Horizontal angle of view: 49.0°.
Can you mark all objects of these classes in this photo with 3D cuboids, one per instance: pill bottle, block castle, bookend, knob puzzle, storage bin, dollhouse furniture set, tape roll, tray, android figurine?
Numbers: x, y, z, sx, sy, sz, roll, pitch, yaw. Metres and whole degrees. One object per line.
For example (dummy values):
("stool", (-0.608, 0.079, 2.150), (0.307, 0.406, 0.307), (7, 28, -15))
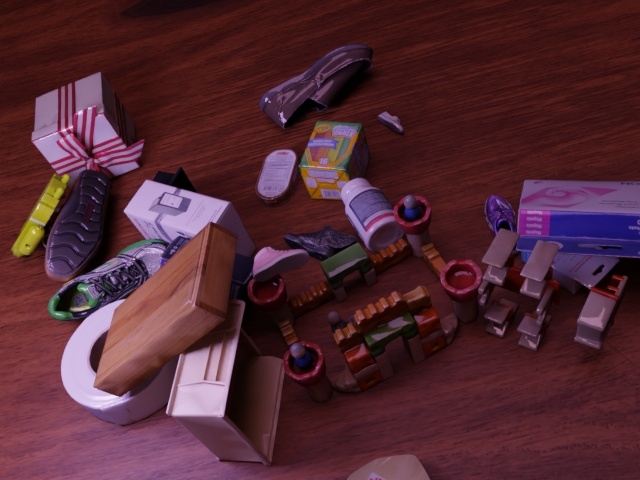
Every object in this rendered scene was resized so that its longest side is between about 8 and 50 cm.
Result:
("pill bottle", (0.122, -0.068, 1.719), (0.108, 0.108, 0.180), (-27, 51, -4))
("block castle", (0.096, 0.117, 1.520), (0.453, 0.213, 0.303), (-27, 51, -4))
("bookend", (-0.425, -0.130, 1.909), (0.157, 0.156, 0.072), (9, 57, 24))
("knob puzzle", (0.136, 0.499, 1.335), (0.213, 0.030, 0.213), (-9, 52, 12))
("storage bin", (-0.180, 0.291, 1.445), (0.123, 0.262, 0.260), (-5, 53, 17))
("dollhouse furniture set", (0.451, 0.101, 1.389), (0.259, 0.262, 0.135), (20, 60, 28))
("tape roll", (-0.456, 0.280, 1.646), (0.286, 0.100, 0.286), (-8, 52, 11))
("tray", (-0.324, 0.149, 1.437), (0.411, 0.076, 0.203), (-36, 36, 37))
("android figurine", (-0.769, -0.076, 1.943), (0.273, 0.056, 0.248), (-46, 26, 28))

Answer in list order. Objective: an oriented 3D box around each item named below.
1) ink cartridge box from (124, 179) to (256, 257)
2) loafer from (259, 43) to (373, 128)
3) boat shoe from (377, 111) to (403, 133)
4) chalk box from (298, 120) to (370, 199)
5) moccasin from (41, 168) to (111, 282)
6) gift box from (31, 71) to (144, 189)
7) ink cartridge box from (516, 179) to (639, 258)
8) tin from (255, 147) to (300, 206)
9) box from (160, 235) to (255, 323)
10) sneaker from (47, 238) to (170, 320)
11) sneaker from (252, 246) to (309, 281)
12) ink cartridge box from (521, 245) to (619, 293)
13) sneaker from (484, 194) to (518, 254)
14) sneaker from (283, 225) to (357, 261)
("ink cartridge box", (-0.327, -0.029, 1.774), (0.272, 0.198, 0.115), (16, 61, 28))
("loafer", (0.005, -0.438, 2.044), (0.365, 0.134, 0.130), (-30, 77, 6))
("boat shoe", (0.202, -0.329, 1.940), (0.035, 0.035, 0.100), (-39, 46, -10))
("chalk box", (0.047, -0.227, 1.848), (0.132, 0.132, 0.213), (5, 56, 20))
("moccasin", (-0.677, -0.031, 1.927), (0.139, 0.147, 0.380), (18, 42, -25))
("gift box", (-0.678, -0.325, 2.076), (0.276, 0.255, 0.258), (-24, 48, 7))
("ink cartridge box", (0.587, -0.056, 1.480), (0.324, 0.072, 0.330), (3, 20, 17))
("tin", (-0.115, -0.176, 1.925), (0.106, 0.040, 0.190), (3, 55, 15))
("box", (-0.263, 0.102, 1.632), (0.207, 0.153, 0.108), (16, 32, 6))
("sneaker", (-0.511, 0.113, 1.741), (0.343, 0.134, 0.146), (-30, 8, 1))
("sneaker", (-0.089, 0.035, 1.529), (0.134, 0.051, 0.070), (-24, 45, 17))
("ink cartridge box", (0.543, 0.042, 1.531), (0.104, 0.062, 0.181), (-40, 52, -14))
("sneaker", (0.426, -0.045, 1.629), (0.068, 0.071, 0.170), (-14, 51, 7))
("sneaker", (-0.001, -0.002, 1.748), (0.170, 0.051, 0.089), (23, 63, 25))
